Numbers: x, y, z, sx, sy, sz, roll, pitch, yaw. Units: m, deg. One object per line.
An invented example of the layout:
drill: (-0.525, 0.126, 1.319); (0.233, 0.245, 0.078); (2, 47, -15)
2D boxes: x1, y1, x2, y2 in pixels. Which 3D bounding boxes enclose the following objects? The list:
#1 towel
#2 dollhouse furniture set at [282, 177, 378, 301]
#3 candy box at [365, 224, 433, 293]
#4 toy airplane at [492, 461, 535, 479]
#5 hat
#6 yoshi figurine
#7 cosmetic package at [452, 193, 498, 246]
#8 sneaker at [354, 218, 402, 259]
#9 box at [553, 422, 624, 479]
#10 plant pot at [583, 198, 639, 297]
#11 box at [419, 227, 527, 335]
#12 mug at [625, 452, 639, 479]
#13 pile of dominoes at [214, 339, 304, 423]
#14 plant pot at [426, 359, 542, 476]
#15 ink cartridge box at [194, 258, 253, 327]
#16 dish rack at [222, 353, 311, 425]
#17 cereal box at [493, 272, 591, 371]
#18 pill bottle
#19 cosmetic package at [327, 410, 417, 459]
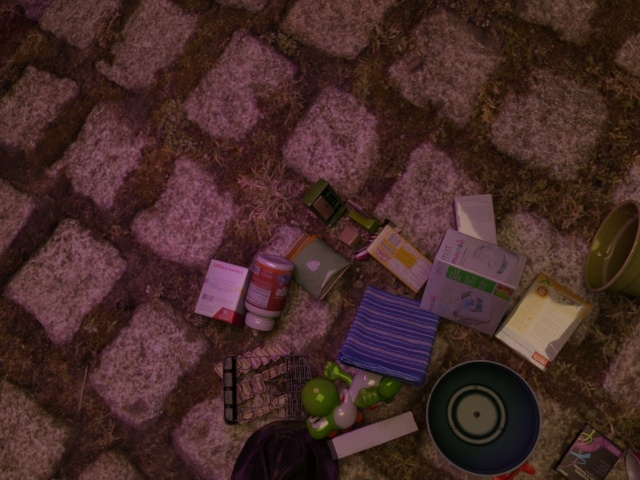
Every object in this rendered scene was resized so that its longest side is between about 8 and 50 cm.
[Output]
towel: (0.205, 0.260, 1.773); (0.243, 0.040, 0.336); (15, 37, 11)
dollhouse furniture set: (0.000, 0.000, 1.891); (0.197, 0.151, 0.301); (36, 85, 36)
candy box: (0.246, 0.056, 1.898); (0.206, 0.027, 0.105); (41, 86, -5)
toy airplane: (0.535, 0.660, 1.737); (0.151, 0.028, 0.151); (-2, 77, 7)
hat: (-0.103, 0.629, 1.725); (0.331, 0.134, 0.331); (-1, 49, 1)
yoshi figurine: (0.091, 0.410, 1.772); (0.362, 0.203, 0.203); (-37, 73, -5)
cosmetic package: (0.471, -0.019, 1.889); (0.117, 0.085, 0.231); (-4, 77, 8)
sneaker: (0.169, -0.006, 1.943); (0.170, 0.063, 0.075); (-36, 71, -4)
box: (0.740, 0.606, 1.719); (0.116, 0.029, 0.162); (36, 85, 15)
plant pot: (0.921, 0.060, 1.725); (0.253, 0.276, 0.276); (22, 80, 2)
box: (0.424, 0.118, 1.759); (0.231, 0.262, 0.127); (21, 55, 12)
mug: (0.922, 0.626, 1.663); (0.169, 0.150, 0.113); (-8, 39, 2)
pile of dominoes: (-0.181, 0.430, 1.912); (0.251, 0.040, 0.196); (-22, 73, -6)
plant pot: (0.437, 0.480, 1.710); (0.293, 0.196, 0.293); (-2, 77, 8)
ink cartridge box: (-0.289, 0.164, 1.934); (0.128, 0.127, 0.176); (15, 79, 12)
dish rack: (-0.160, 0.437, 1.853); (0.271, 0.074, 0.208); (-3, 74, -1)
cereal box: (0.644, 0.238, 1.816); (0.173, 0.047, 0.240); (38, 85, 15)
pill bottle: (-0.161, 0.159, 1.899); (0.121, 0.121, 0.216); (18, 101, 13)
cosmetic package: (0.145, 0.548, 1.754); (0.239, 0.099, 0.060); (-15, 74, -14)
